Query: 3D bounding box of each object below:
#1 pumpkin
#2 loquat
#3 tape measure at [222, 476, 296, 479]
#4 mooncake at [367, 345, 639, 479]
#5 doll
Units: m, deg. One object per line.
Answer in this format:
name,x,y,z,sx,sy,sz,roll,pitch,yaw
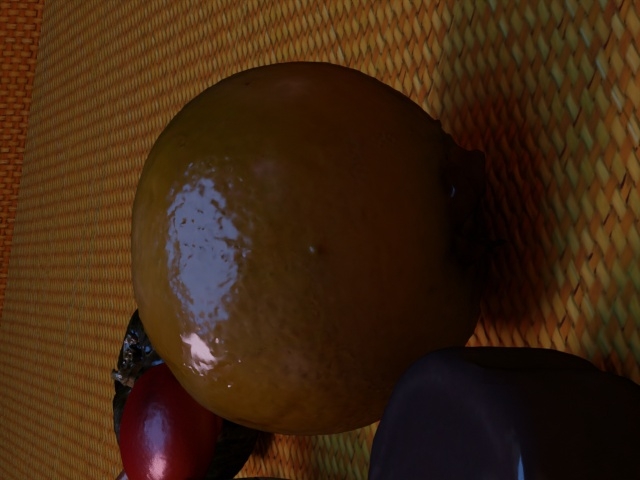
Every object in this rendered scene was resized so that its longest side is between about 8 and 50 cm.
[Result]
pumpkin,-0.142,0.153,1.913,0.223,0.157,0.224,-168,90,-71
loquat,0.000,0.000,1.293,0.275,0.275,0.275,180,90,-73
tape measure,-0.050,0.346,1.643,0.275,0.147,0.256,106,159,-51
mooncake,0.120,0.179,1.114,0.245,0.133,0.245,180,90,-73
doll,-0.156,0.201,1.759,0.183,0.085,0.217,43,117,52
